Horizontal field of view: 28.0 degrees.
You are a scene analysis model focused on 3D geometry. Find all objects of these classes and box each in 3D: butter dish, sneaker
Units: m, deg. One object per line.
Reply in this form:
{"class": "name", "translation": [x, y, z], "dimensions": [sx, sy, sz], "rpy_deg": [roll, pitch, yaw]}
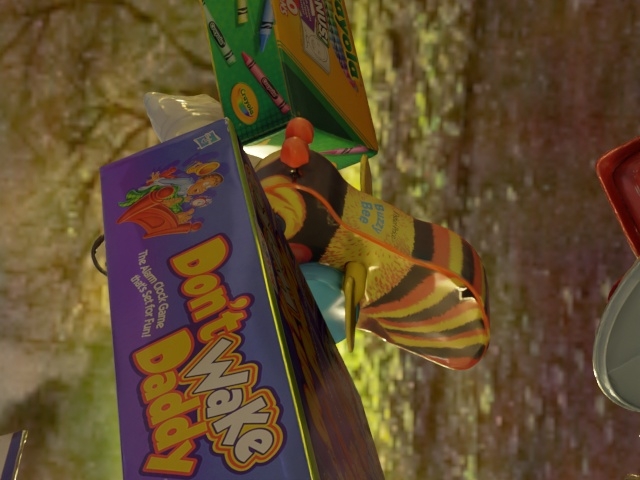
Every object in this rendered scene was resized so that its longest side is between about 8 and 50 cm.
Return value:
{"class": "butter dish", "translation": [0.437, -0.060, 1.536], "dimensions": [0.160, 0.160, 0.118], "rpy_deg": [64, -179, -3]}
{"class": "sneaker", "translation": [-0.095, -0.114, 1.344], "dimensions": [0.080, 0.212, 0.094], "rpy_deg": [-54, 52, 14]}

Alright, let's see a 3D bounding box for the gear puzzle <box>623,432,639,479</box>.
{"class": "gear puzzle", "translation": [0.386, 0.313, 1.283], "dimensions": [0.044, 0.175, 0.339], "rpy_deg": [-47, -48, -39]}

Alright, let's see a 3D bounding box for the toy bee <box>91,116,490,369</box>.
{"class": "toy bee", "translation": [0.000, 0.000, 0.942], "dimensions": [0.195, 0.298, 0.162], "rpy_deg": [-111, 31, -44]}

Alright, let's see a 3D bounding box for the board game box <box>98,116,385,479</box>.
{"class": "board game box", "translation": [-0.016, 0.132, 0.615], "dimensions": [0.347, 0.078, 0.233], "rpy_deg": [-107, -6, -52]}

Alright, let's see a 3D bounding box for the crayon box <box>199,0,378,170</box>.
{"class": "crayon box", "translation": [-0.041, -0.215, 1.280], "dimensions": [0.165, 0.081, 0.278], "rpy_deg": [13, -119, -59]}

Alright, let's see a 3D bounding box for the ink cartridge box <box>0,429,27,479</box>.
{"class": "ink cartridge box", "translation": [-0.325, 0.193, 0.626], "dimensions": [0.176, 0.371, 0.069], "rpy_deg": [-122, 16, -75]}

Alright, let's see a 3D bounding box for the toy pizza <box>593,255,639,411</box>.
{"class": "toy pizza", "translation": [0.293, 0.049, 0.993], "dimensions": [0.032, 0.201, 0.201], "rpy_deg": [-127, 34, -48]}
